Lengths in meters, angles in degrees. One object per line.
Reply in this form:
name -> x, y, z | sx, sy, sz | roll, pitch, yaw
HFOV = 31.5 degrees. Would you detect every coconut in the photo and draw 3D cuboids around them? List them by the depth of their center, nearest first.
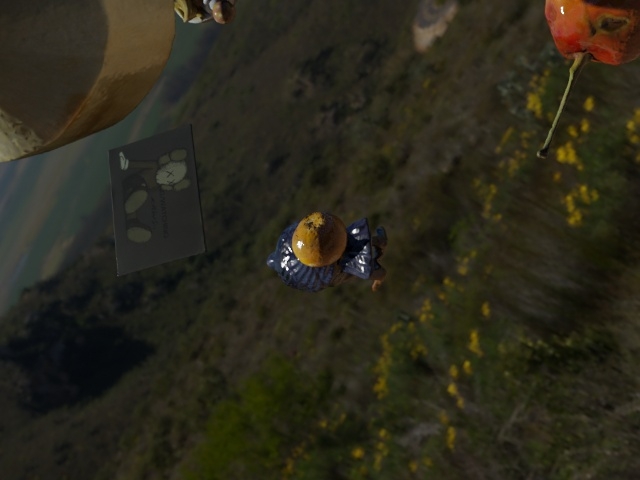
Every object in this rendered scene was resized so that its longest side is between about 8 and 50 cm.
coconut -> -0.323, -0.236, 1.202 | 0.323, 0.323, 0.323 | -51, 22, 29

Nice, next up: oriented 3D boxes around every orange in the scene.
orange -> 0.000, 0.000, 1.624 | 0.083, 0.070, 0.083 | -15, 40, 13

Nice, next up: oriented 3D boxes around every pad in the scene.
pad -> -0.216, -0.054, 1.486 | 0.127, 0.004, 0.190 | -16, 65, 15

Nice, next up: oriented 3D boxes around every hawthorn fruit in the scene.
hawthorn fruit -> 0.330, -0.234, 1.378 | 0.165, 0.165, 0.285 | -125, 52, -69

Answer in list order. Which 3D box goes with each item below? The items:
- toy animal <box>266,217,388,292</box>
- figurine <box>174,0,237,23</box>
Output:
toy animal -> 0.016, 0.025, 1.806 | 0.298, 0.185, 0.122 | 159, 117, -82
figurine -> -0.142, -0.459, 1.871 | 0.274, 0.194, 0.133 | -38, -20, 5
